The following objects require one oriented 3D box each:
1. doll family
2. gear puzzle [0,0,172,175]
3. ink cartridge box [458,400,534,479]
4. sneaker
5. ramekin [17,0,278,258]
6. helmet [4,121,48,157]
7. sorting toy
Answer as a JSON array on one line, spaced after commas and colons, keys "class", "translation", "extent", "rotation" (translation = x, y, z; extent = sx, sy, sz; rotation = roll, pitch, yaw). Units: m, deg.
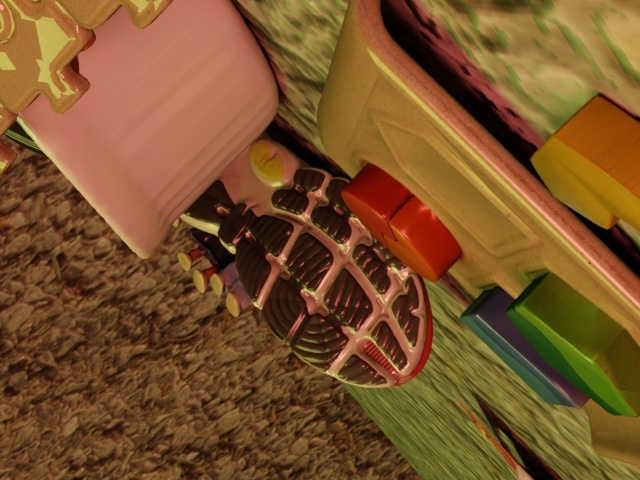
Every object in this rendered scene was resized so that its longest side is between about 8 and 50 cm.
[{"class": "doll family", "translation": [-0.063, -0.021, 0.968], "extent": [0.193, 0.111, 0.076], "rotation": [57, 153, 11]}, {"class": "gear puzzle", "translation": [-0.183, -0.120, 0.562], "extent": [0.175, 0.044, 0.339], "rotation": [50, 138, -9]}, {"class": "ink cartridge box", "translation": [0.200, 0.261, 1.026], "extent": [0.232, 0.066, 0.189], "rotation": [40, 174, 37]}, {"class": "sneaker", "translation": [0.000, 0.000, 0.826], "extent": [0.118, 0.107, 0.279], "rotation": [28, -165, -48]}, {"class": "ramekin", "translation": [-0.151, -0.135, 0.748], "extent": [0.277, 0.135, 0.277], "rotation": [48, 173, 8]}, {"class": "helmet", "translation": [-0.217, -0.148, 1.012], "extent": [0.161, 0.169, 0.169], "rotation": [29, 166, 22]}, {"class": "sorting toy", "translation": [0.076, 0.007, 0.463], "extent": [0.229, 0.041, 0.307], "rotation": [49, 174, 2]}]
